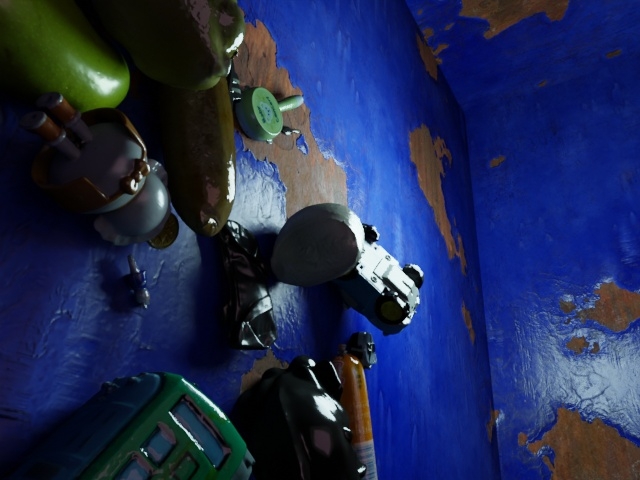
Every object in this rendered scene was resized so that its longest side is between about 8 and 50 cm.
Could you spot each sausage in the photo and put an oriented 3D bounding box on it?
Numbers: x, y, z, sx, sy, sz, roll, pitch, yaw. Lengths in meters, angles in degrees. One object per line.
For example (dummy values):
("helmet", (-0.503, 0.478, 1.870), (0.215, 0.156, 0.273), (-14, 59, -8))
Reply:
("sausage", (0.065, 0.388, 1.056), (0.093, 0.093, 0.312), (16, 65, -56))
("sausage", (-0.217, -0.247, 0.807), (0.136, 0.123, 0.500), (108, -27, -82))

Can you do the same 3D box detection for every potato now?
("potato", (-0.232, -0.370, 0.659), (0.218, 0.202, 0.351), (-37, 93, -28))

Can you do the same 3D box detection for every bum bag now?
("bum bag", (-0.135, 0.079, 0.879), (0.123, 0.060, 0.248), (11, 68, -56))

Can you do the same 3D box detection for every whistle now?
("whistle", (-0.268, 0.061, 0.700), (0.033, 0.029, 0.083), (-143, -140, -79))

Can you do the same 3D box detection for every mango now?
("mango", (-0.357, -0.255, 0.581), (0.293, 0.143, 0.175), (37, 39, -61))

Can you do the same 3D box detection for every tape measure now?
("tape measure", (0.106, 0.279, 1.204), (0.091, 0.054, 0.094), (-9, 88, -66))

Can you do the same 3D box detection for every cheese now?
("cheese", (0.000, 0.000, 1.018), (0.154, 0.198, 0.189), (67, 22, -10))

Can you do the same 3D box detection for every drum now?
("drum", (-0.115, -0.318, 1.087), (0.130, 0.049, 0.253), (58, 35, -28))

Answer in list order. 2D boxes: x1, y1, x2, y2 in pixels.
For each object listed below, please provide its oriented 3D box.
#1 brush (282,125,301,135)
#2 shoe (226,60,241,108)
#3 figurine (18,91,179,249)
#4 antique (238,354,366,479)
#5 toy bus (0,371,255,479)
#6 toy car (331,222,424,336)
("brush", (-0.071, -0.272, 1.181), (0.083, 0.008, 0.024), (-17, 89, -59))
("shoe", (-0.187, -0.268, 0.931), (0.049, 0.071, 0.179), (17, 70, -56))
("figurine", (-0.271, -0.076, 0.638), (0.271, 0.143, 0.143), (49, 40, -40))
("antique", (-0.021, 0.345, 0.799), (0.322, 0.185, 0.255), (154, -88, -87))
("toy bus", (-0.239, 0.301, 0.493), (0.199, 0.184, 0.343), (63, 32, -16))
("toy car", (0.113, 0.096, 1.199), (0.314, 0.166, 0.198), (42, 32, 1))
